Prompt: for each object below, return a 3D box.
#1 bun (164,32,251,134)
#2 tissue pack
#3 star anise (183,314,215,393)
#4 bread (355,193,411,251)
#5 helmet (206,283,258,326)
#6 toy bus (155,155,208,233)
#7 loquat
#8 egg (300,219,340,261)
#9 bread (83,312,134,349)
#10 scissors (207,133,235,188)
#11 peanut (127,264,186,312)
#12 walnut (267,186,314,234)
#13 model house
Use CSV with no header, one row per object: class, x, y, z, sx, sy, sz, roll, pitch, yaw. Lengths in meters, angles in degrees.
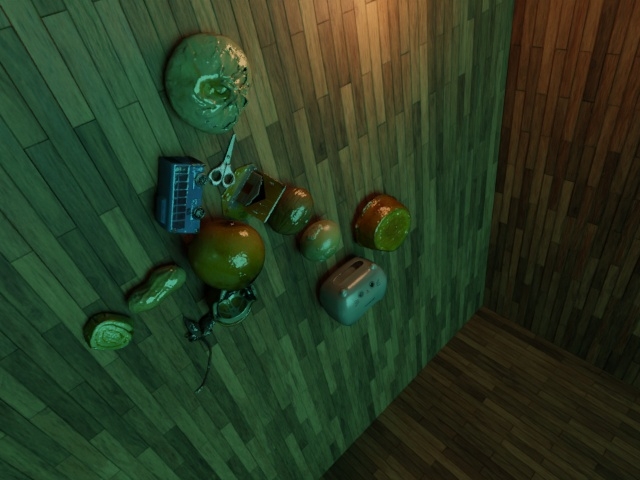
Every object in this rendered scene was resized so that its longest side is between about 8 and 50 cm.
bun,-0.311,-0.459,1.240,0.287,0.146,0.288,-23,126,-37
tissue pack,0.161,0.233,2.071,0.333,0.229,0.236,-37,136,-25
star anise,-0.446,0.411,1.579,0.218,0.227,0.148,-45,146,0
bread,0.315,-0.079,2.088,0.312,0.172,0.312,-23,129,-32
helmet,-0.351,0.213,1.614,0.198,0.130,0.224,-23,140,-30
toy bus,-0.443,-0.140,1.321,0.133,0.116,0.234,-8,117,-43
loquat,-0.319,0.043,1.442,0.263,0.263,0.263,-24,129,-34
egg,0.002,0.002,1.823,0.201,0.164,0.164,-48,139,-2
bread,-0.686,0.299,1.372,0.156,0.064,0.118,29,95,-51
scissors,-0.321,-0.273,1.437,0.100,0.015,0.189,11,99,-38
peanut,-0.549,0.161,1.408,0.214,0.090,0.099,-45,150,-18
walnut,-0.114,-0.115,1.636,0.207,0.167,0.167,-52,140,-1
model house,-0.228,-0.143,1.520,0.207,0.135,0.219,31,89,-50
